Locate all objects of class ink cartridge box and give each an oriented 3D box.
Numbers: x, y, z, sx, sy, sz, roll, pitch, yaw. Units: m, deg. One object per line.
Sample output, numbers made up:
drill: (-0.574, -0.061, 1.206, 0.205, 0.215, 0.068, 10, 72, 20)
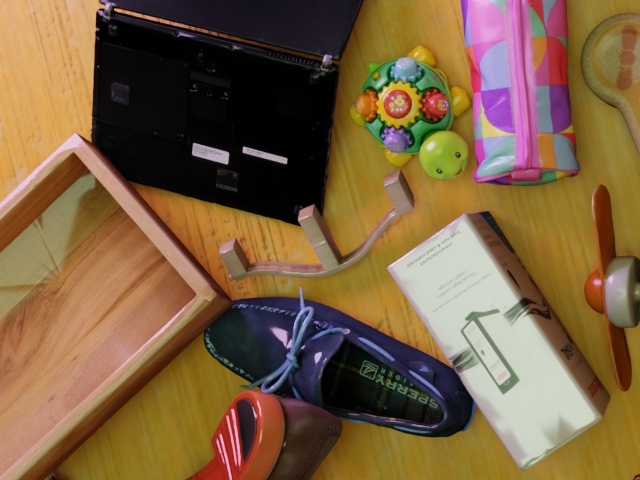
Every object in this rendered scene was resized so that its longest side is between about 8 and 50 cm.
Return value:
ink cartridge box: (0.157, 0.081, 1.474, 0.086, 0.148, 0.203, -35, 85, 11)

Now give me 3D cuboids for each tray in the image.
tray: (-0.298, 0.119, 1.568, 0.411, 0.076, 0.203, -42, 76, 1)

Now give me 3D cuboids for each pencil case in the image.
pencil case: (0.168, -0.164, 1.485, 0.104, 0.104, 0.236, -5, 93, 15)

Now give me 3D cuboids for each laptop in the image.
laptop: (-0.076, -0.177, 1.594, 0.234, 0.136, 0.264, 15, 121, 14)

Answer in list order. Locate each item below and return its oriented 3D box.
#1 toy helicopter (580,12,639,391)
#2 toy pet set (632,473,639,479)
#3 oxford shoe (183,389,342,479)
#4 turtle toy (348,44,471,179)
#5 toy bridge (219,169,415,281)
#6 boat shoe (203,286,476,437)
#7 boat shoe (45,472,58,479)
toy helicopter: (0.304, -0.024, 1.463, 0.235, 0.140, 0.355, -29, 74, 23)
toy pet set: (0.343, 0.218, 1.474, 0.122, 0.065, 0.114, 45, 102, 8)
oxford shoe: (-0.069, 0.243, 1.550, 0.271, 0.098, 0.097, -56, 37, 38)
turtle toy: (0.084, -0.108, 1.527, 0.095, 0.066, 0.130, -42, 81, 12)
toy bridge: (0.000, 0.000, 1.565, 0.188, 0.026, 0.063, -23, 111, 15)
boat shoe: (0.013, 0.105, 1.542, 0.258, 0.089, 0.109, 11, 95, 16)
boat shoe: (-0.271, 0.249, 1.631, 0.206, 0.075, 0.065, 2, 96, 19)
